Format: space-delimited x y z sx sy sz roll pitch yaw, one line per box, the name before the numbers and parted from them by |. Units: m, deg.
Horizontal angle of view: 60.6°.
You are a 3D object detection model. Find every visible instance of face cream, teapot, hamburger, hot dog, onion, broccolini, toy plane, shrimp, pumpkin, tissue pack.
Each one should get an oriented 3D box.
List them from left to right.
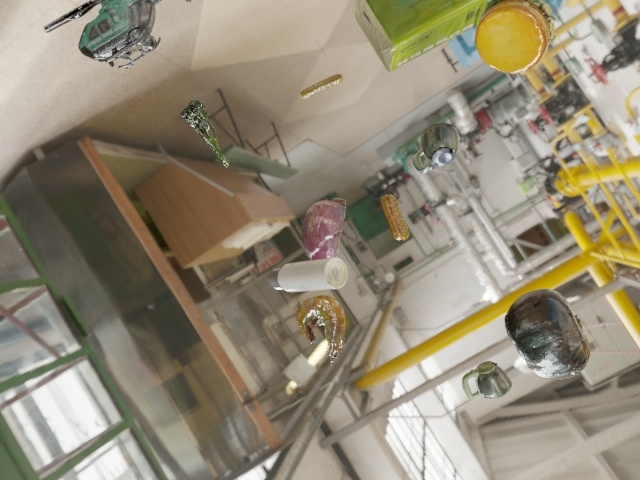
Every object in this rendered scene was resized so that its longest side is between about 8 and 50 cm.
toy plane | -0.408 -0.504 1.200 0.382 0.155 0.106 -28 -173 11
broccolini | -0.292 -0.283 1.447 0.058 0.201 0.074 -49 -140 -16
face cream | -0.056 0.107 1.618 0.092 0.092 0.312 -29 -168 -41
onion | 0.000 0.000 2.110 0.159 0.348 0.267 11 -176 4
hot dog | 0.004 -0.452 1.602 0.137 0.028 0.044 -23 -137 18
shrimp | 0.011 0.272 1.660 0.150 0.248 0.068 -8 -158 16
hot dog | 0.249 -0.075 1.826 0.045 0.164 0.071 -24 172 28
tissue pack | 0.252 -0.604 1.409 0.275 0.200 0.167 -28 169 -3
teapot | 0.335 -0.267 1.600 0.149 0.108 0.111 -13 137 15
teapot | 0.467 0.394 1.539 0.124 0.090 0.092 -34 -166 -21
hamburger | 0.607 -0.653 1.692 0.170 0.246 0.246 -54 -171 -33
pumpkin | 0.566 0.229 1.361 0.163 0.233 0.233 -32 177 25
